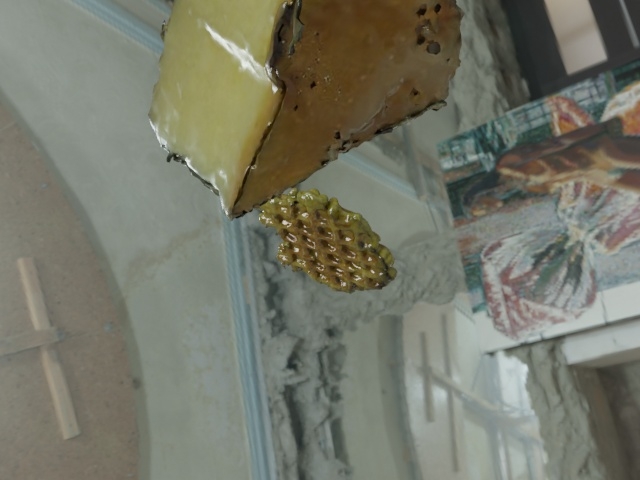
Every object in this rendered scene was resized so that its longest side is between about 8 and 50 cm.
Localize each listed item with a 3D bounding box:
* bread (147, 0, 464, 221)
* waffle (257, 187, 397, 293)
[{"bbox_3d":[-0.059,-0.210,0.589,0.248,0.279,0.315,43,169,47],"label":"bread"},{"bbox_3d":[0.005,0.006,1.384,0.300,0.282,0.058,50,-127,-34],"label":"waffle"}]
